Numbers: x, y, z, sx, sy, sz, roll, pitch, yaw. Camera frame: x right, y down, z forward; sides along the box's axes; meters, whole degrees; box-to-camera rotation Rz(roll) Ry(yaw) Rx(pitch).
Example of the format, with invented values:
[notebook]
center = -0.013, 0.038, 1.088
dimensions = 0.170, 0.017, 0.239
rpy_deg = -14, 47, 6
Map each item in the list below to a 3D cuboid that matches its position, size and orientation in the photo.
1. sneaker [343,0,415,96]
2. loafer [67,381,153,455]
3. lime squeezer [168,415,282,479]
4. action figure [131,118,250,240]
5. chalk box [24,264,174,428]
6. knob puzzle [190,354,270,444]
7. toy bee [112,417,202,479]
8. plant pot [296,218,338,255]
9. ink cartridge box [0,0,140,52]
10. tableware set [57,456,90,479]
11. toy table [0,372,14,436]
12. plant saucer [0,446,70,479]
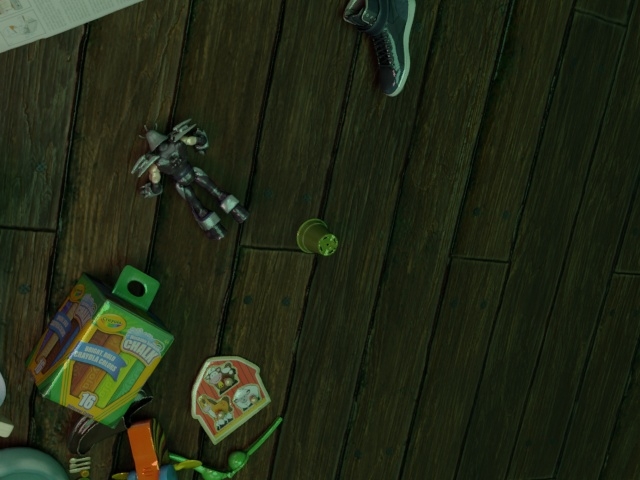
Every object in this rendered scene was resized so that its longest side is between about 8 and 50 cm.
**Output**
[sneaker]
center = 0.120, -0.436, 1.969
dimensions = 0.163, 0.086, 0.226
rpy_deg = 0, 96, -41
[loafer]
center = -0.445, 0.379, 1.918
dimensions = 0.220, 0.078, 0.080
rpy_deg = -46, 156, -9
[lime squeezer]
center = -0.226, 0.506, 2.126
dimensions = 0.310, 0.059, 0.110
rpy_deg = -11, 79, -26
[action figure]
center = -0.276, -0.127, 1.856
dimensions = 0.185, 0.099, 0.285
rpy_deg = -40, 118, -4
[chalk box]
center = -0.430, 0.194, 1.821
dimensions = 0.180, 0.179, 0.289
rpy_deg = 34, 88, -34
[knob puzzle]
center = -0.215, 0.350, 2.072
dimensions = 0.213, 0.030, 0.213
rpy_deg = -7, 104, -31
[toy bee]
center = -0.368, 0.542, 2.000
dimensions = 0.195, 0.162, 0.299
rpy_deg = 10, 86, 9
[plant pot]
center = 0.000, 0.000, 2.058
dimensions = 0.083, 0.079, 0.083
rpy_deg = -10, 111, -27
[ink cartridge box]
center = -0.481, -0.495, 1.546
dimensions = 0.384, 0.091, 0.308
rpy_deg = -22, 153, -6
[tableware set]
center = -0.571, 0.516, 1.943
dimensions = 0.154, 0.024, 0.104
rpy_deg = -5, 112, -29
[toy table]
center = -0.721, 0.292, 1.702
dimensions = 0.274, 0.161, 0.252
rpy_deg = 14, 99, -33
[plant saucer]
center = -0.643, 0.581, 1.838
dimensions = 0.317, 0.043, 0.318
rpy_deg = -14, 111, -40
